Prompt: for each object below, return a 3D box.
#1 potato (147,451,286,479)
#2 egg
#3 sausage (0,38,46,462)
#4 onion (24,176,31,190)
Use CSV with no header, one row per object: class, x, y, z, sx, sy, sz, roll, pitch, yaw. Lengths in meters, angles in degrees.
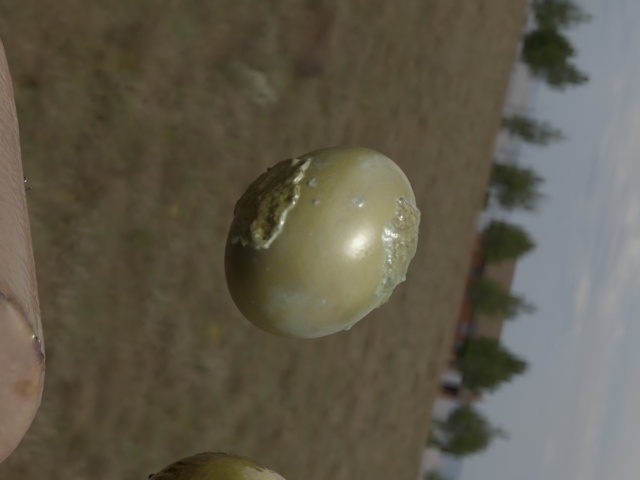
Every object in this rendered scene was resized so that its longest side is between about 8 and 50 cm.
potato,-0.049,0.259,1.167,0.098,0.138,0.243,101,-25,-68
egg,0.000,-0.002,1.499,0.201,0.164,0.164,-43,160,-21
sausage,-0.192,-0.011,0.746,0.253,0.123,0.123,-110,-157,-54
onion,-0.382,-0.033,1.459,0.314,0.232,0.314,-7,90,-80
